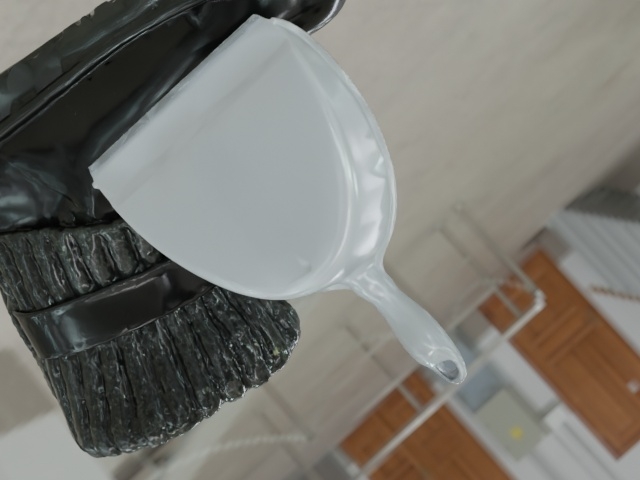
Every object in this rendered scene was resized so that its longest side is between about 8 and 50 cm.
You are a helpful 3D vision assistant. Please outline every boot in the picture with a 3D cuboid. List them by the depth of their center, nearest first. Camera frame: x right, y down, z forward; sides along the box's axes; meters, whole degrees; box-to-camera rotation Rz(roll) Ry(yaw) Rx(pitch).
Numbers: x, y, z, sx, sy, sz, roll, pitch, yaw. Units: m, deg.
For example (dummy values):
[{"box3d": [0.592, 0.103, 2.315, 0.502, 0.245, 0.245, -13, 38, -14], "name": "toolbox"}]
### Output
[{"box3d": [-0.075, -0.032, 1.003, 0.348, 0.260, 0.131, -28, -169, 24], "name": "boot"}]

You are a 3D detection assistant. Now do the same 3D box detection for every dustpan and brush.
[{"box3d": [0.000, 0.000, 0.817, 0.147, 0.211, 0.060, -39, 180, 28], "name": "dustpan and brush"}]
